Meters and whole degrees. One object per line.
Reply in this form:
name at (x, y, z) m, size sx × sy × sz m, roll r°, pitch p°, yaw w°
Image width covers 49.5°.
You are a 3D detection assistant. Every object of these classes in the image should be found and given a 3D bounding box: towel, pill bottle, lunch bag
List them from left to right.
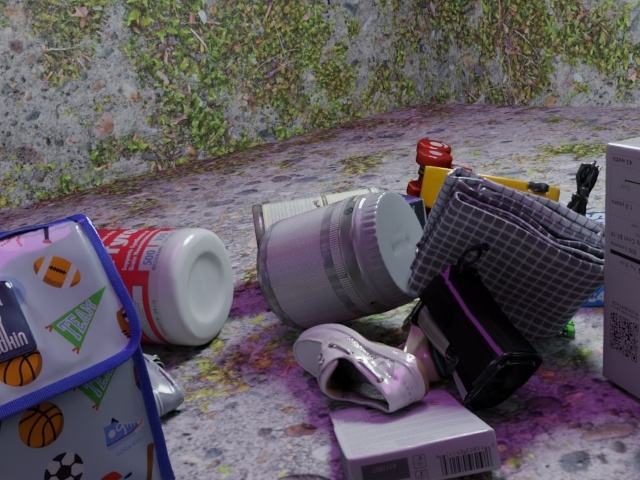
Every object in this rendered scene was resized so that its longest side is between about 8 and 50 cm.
lunch bag at (-0.386, 0.189, 0.839) m, size 0.327 × 0.386 × 0.239 m, roll -22°, pitch 22°, yaw -38°
pill bottle at (-0.402, 0.090, 1.398) m, size 0.407 × 0.229 × 0.229 m, roll -1°, pitch 19°, yaw 22°
towel at (0.296, 0.031, 1.119) m, size 0.283 × 0.235 × 0.121 m, roll 24°, pitch 52°, yaw 5°

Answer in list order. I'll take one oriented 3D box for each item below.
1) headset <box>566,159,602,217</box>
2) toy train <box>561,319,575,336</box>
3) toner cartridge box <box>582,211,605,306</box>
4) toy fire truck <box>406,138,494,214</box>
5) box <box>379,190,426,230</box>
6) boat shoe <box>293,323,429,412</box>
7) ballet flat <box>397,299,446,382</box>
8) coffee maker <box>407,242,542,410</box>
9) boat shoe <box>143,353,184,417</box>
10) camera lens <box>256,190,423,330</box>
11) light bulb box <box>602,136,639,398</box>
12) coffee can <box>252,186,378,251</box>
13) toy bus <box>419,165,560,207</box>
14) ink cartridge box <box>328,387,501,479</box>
headset at (0.649, -0.054, 1.268) m, size 0.394 × 0.185 × 0.243 m, roll 3°, pitch 30°, yaw -1°
toy train at (0.429, 0.145, 1.208) m, size 0.023 × 0.017 × 0.083 m, roll 7°, pitch 21°, yaw 14°
toner cartridge box at (0.538, 0.030, 1.416) m, size 0.165 × 0.075 × 0.348 m, roll -4°, pitch 19°, yaw 15°
toy fire truck at (0.383, -0.166, 1.978) m, size 0.253 × 0.169 × 0.302 m, roll 13°, pitch 22°, yaw 4°
box at (0.142, -0.043, 1.756) m, size 0.207 × 0.108 × 0.153 m, roll -19°, pitch 20°, yaw -28°
boat shoe at (0.035, 0.198, 1.072) m, size 0.096 × 0.098 × 0.277 m, roll -26°, pitch 19°, yaw -36°
ballet flat at (0.170, 0.162, 1.183) m, size 0.086 × 0.086 × 0.248 m, roll -4°, pitch 19°, yaw 14°
coffee maker at (0.228, 0.129, 1.014) m, size 0.120 × 0.171 × 0.178 m, roll -12°, pitch 43°, yaw -21°
boat shoe at (-0.303, 0.233, 1.179) m, size 0.081 × 0.079 × 0.227 m, roll -13°, pitch 23°, yaw -35°
camera lens at (0.036, 0.040, 1.289) m, size 0.274 × 0.219 × 0.219 m, roll -17°, pitch 11°, yaw 32°
light bulb box at (0.556, 0.058, 0.861) m, size 0.225 × 0.361 × 0.358 m, roll -12°, pitch 18°, yaw -15°
coffee can at (0.000, 0.000, 1.535) m, size 0.275 × 0.202 × 0.201 m, roll -9°, pitch 18°, yaw -3°
toy bus at (0.420, -0.110, 1.750) m, size 0.332 × 0.108 × 0.130 m, roll 10°, pitch 5°, yaw 10°
ink cartridge box at (0.116, 0.269, 0.949) m, size 0.189 × 0.066 × 0.232 m, roll -10°, pitch -3°, yaw -5°
